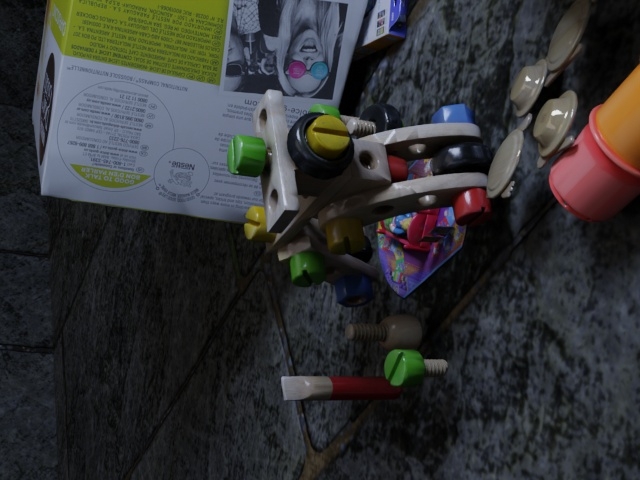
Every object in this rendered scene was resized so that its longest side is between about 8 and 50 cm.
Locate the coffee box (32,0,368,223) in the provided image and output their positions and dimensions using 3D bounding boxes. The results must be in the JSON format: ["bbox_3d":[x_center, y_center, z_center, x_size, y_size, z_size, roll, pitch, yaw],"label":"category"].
[{"bbox_3d":[-0.181,-0.237,1.178,0.337,0.338,0.334,-129,50,-60],"label":"coffee box"}]

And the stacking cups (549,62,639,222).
[{"bbox_3d":[0.274,-0.122,0.600,0.316,0.096,0.096,121,145,-46],"label":"stacking cups"}]

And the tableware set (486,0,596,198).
[{"bbox_3d":[0.183,-0.115,0.749,0.141,0.020,0.169,131,158,-68],"label":"tableware set"}]

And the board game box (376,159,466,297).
[{"bbox_3d":[0.093,-0.024,0.963,0.169,0.033,0.133,-48,43,47],"label":"board game box"}]

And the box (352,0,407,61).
[{"bbox_3d":[0.067,-0.271,1.085,0.136,0.028,0.081,-6,78,60],"label":"box"}]

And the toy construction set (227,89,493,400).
[{"bbox_3d":[0.000,0.000,0.848,0.257,0.237,0.309,-1,86,56],"label":"toy construction set"}]
